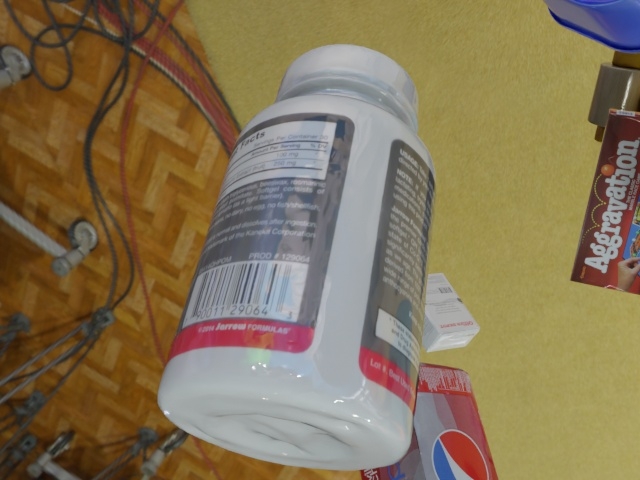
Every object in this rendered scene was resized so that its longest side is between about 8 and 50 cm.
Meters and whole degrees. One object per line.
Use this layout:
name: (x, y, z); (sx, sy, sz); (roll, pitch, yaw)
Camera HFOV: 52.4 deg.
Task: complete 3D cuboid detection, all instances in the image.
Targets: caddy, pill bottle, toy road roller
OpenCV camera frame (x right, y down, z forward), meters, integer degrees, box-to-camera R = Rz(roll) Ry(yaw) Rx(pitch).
caddy: (0.488, -0.446, 1.038); (0.179, 0.341, 0.241); (22, 111, -38)
pill bottle: (0.000, 0.000, 0.517); (0.176, 0.319, 0.176); (9, 148, 5)
toy road roller: (0.706, -0.266, 1.316); (0.329, 0.240, 0.203); (19, 119, 31)

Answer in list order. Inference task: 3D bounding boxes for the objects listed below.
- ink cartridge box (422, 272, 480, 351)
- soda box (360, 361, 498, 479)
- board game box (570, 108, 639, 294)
ink cartridge box: (0.309, 0.192, 1.757); (0.203, 0.148, 0.086); (62, 140, 36)
soda box: (0.098, 0.240, 0.537); (0.083, 0.264, 0.092); (12, 142, -29)
board game box: (0.475, -0.048, 0.971); (0.144, 0.027, 0.282); (12, 121, 20)
